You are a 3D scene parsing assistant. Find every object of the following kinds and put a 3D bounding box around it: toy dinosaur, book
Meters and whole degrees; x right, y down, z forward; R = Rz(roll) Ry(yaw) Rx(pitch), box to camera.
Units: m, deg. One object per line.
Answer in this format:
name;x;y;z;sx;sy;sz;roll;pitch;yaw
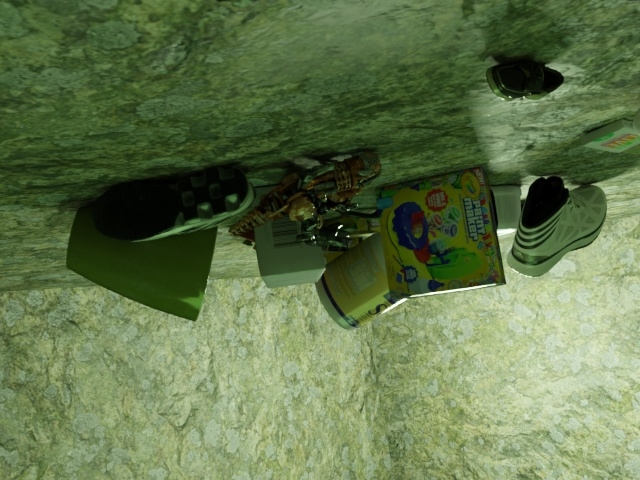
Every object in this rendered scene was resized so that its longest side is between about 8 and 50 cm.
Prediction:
toy dinosaur;-0.030;-0.091;1.248;0.321;0.165;0.218;-3;163;10
book;0.636;-0.225;1.295;0.144;0.035;0.096;-1;166;-35

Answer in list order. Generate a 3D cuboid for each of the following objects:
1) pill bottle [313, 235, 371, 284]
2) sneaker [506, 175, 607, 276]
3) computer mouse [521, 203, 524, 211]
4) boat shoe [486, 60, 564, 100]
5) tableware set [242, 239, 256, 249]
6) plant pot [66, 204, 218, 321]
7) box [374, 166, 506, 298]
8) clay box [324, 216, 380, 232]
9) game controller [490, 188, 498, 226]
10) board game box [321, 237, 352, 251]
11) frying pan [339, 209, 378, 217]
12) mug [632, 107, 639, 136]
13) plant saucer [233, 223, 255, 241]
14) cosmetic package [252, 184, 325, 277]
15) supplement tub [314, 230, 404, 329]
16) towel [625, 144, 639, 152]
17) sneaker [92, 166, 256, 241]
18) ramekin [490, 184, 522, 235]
pill bottle;0.050;0.063;2.241;0.333;0.188;0.188;-9;172;18
sneaker;0.732;-0.099;1.793;0.447;0.169;0.258;-35;142;-28
computer mouse;0.754;-0.110;2.169;0.183;0.060;0.262;0;159;-20
boat shoe;0.286;-0.227;0.846;0.152;0.056;0.049;-14;174;-43
tableware set;-0.207;0.015;2.104;0.103;0.024;0.154;19;-170;10
plant pot;-0.398;0.021;1.361;0.293;0.275;0.275;12;168;-14
box;0.313;-0.009;1.581;0.279;0.290;0.177;-11;171;20
clay box;0.111;-0.045;2.002;0.127;0.053;0.222;-11;171;35
game controller;0.332;-0.057;1.710;0.318;0.167;0.067;-11;147;20
board game box;0.000;0.000;2.060;0.170;0.048;0.141;12;-173;37
frying pan;0.218;-0.074;1.899;0.325;0.053;0.197;13;-177;0
mug;0.717;-0.173;1.018;0.327;0.277;0.374;-11;-154;-30
plant saucer;-0.118;0.012;1.904;0.258;0.048;0.259;19;178;12
cosmetic package;-0.083;0.000;1.552;0.156;0.218;0.385;-7;174;-2
supplement tub;0.173;0.119;1.998;0.331;0.241;0.241;-33;164;18
towel;0.770;-0.228;1.401;0.148;0.027;0.110;-2;170;-28
sneaker;-0.288;-0.059;1.236;0.330;0.123;0.146;-8;171;6
ramekin;0.486;-0.077;1.864;0.272;0.127;0.273;-8;172;-1
